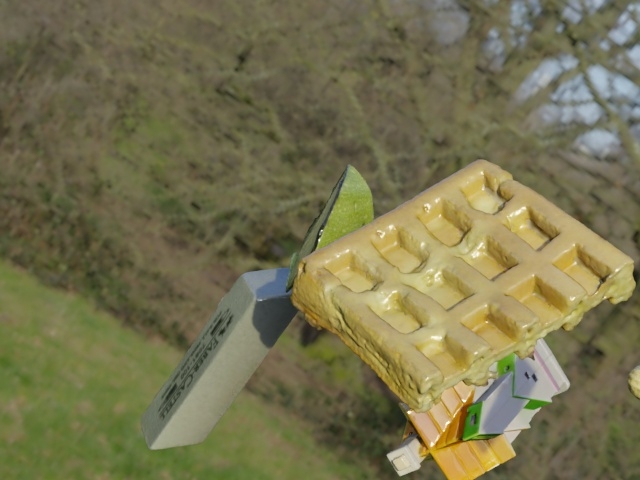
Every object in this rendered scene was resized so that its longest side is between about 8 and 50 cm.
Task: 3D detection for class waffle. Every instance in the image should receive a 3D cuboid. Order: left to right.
[{"bbox_3d":[0.170,0.046,1.617,0.304,0.348,0.077,42,-26,42],"label":"waffle"}]

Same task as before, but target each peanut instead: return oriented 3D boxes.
[{"bbox_3d":[0.704,0.310,2.579,0.187,0.082,0.082,25,7,15],"label":"peanut"}]

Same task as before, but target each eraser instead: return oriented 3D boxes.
[{"bbox_3d":[-0.157,0.186,2.051,0.077,0.352,0.111,32,9,-23],"label":"eraser"}]

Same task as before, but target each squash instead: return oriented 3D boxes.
[{"bbox_3d":[0.022,0.009,1.863,0.085,0.192,0.184,26,28,-5],"label":"squash"}]

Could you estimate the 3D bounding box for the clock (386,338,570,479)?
[{"bbox_3d":[0.252,0.303,2.200,0.166,0.235,0.309,58,39,-1],"label":"clock"}]
